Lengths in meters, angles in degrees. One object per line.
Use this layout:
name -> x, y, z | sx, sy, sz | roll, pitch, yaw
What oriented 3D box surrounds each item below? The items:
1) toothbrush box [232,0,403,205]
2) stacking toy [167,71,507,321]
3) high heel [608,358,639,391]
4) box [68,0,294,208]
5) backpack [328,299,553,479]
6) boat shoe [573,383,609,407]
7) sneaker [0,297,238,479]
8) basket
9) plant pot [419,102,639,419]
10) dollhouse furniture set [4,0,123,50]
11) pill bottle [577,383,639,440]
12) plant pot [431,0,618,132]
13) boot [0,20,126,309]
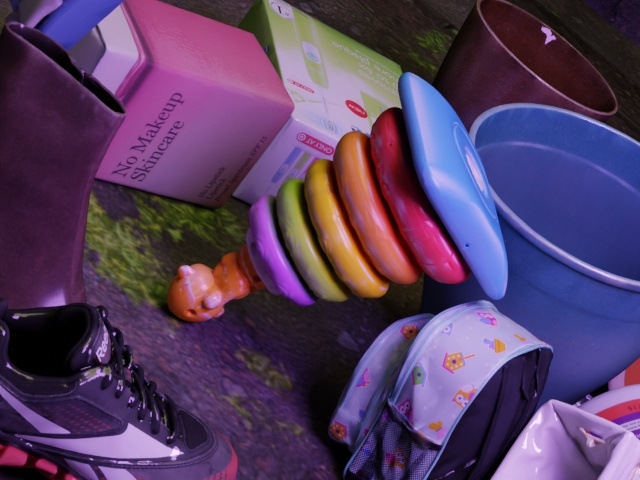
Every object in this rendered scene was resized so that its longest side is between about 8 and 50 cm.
toothbrush box -> 0.002, -0.129, 1.767 | 0.206, 0.122, 0.283 | 26, 29, -25
stacking toy -> 0.000, 0.000, 1.370 | 0.175, 0.302, 0.166 | 55, 18, -39
high heel -> 0.388, 0.077, 1.710 | 0.127, 0.377, 0.181 | 8, -7, 15
box -> -0.168, -0.141, 1.525 | 0.232, 0.148, 0.127 | 13, 36, -41
backpack -> 0.110, 0.140, 1.377 | 0.144, 0.188, 0.166 | 45, 26, 24
boat shoe -> 0.364, 0.168, 1.767 | 0.306, 0.105, 0.113 | 11, 37, -45
sneaker -> -0.159, 0.119, 1.121 | 0.276, 0.135, 0.097 | 25, 26, -30
basket -> 0.210, 0.239, 1.334 | 0.103, 0.167, 0.113 | 42, -14, -34
plant pot -> 0.218, 0.044, 1.572 | 0.271, 0.255, 0.272 | 18, 36, -13
dollhouse furniture set -> -0.328, -0.288, 1.314 | 0.198, 0.303, 0.286 | -7, 68, -58
pill bottle -> 0.323, 0.292, 1.414 | 0.181, 0.181, 0.323 | 25, 28, -26
plant pot -> 0.210, -0.145, 1.938 | 0.215, 0.230, 0.215 | 30, 27, -17
boot -> -0.206, -0.017, 1.197 | 0.248, 0.207, 0.090 | 44, 26, 12
